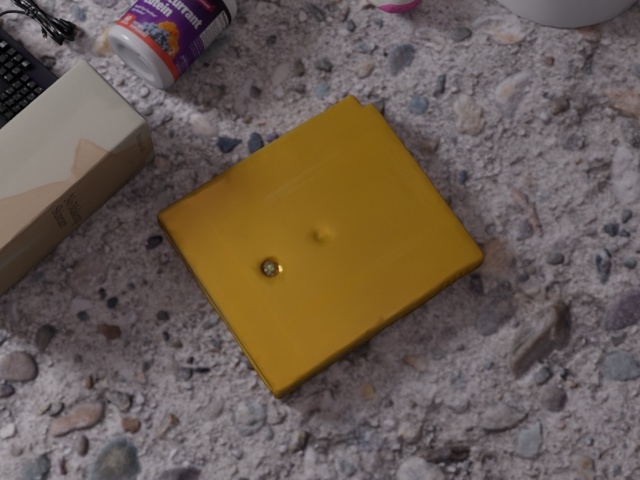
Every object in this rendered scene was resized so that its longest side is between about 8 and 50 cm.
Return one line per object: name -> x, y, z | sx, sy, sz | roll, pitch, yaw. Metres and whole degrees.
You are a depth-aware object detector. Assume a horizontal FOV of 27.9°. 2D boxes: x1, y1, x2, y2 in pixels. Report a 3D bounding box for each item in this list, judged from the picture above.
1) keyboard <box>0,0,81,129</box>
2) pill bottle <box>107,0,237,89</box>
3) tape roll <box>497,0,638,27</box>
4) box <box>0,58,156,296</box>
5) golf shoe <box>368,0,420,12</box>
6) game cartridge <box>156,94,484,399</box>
keyboard -> -0.450, -0.284, 1.699 | 0.317, 0.033, 0.201 | 40, 59, 10
pill bottle -> -0.179, -0.301, 1.696 | 0.108, 0.108, 0.193 | 38, 76, 9
tape roll -> 0.338, -0.437, 1.756 | 0.286, 0.100, 0.286 | 1, 75, -2
box -> -0.361, -0.065, 1.606 | 0.311, 0.148, 0.121 | -44, 81, -11
golf shoe -> 0.062, -0.455, 1.732 | 0.115, 0.140, 0.306 | -19, 77, -9
game cartridge -> 0.000, 0.000, 1.651 | 0.324, 0.052, 0.285 | -32, 78, -12
